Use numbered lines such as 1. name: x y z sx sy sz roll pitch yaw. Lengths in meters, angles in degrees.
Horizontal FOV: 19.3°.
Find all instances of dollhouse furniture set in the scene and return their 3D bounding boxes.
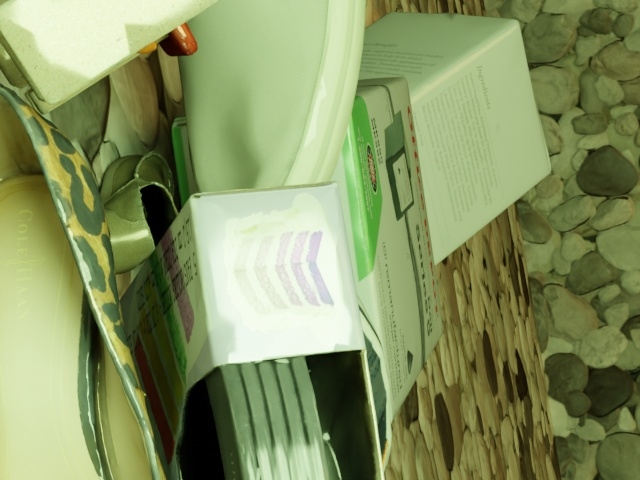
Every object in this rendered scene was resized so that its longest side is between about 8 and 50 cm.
1. dollhouse furniture set: -0.127 -0.189 0.809 0.259 0.135 0.262 58 -7 -12

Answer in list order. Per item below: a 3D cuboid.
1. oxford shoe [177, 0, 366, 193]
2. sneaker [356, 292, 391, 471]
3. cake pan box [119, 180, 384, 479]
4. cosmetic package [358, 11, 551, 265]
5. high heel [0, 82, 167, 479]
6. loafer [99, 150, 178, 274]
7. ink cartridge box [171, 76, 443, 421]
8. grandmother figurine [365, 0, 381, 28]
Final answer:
1. oxford shoe: -0.062 -0.221 1.080 0.130 0.169 0.449 2 85 -37
2. sneaker: -0.021 0.171 1.061 0.127 0.126 0.321 -101 -167 -61
3. cake pan box: -0.031 0.124 0.798 0.267 0.070 0.246 139 -58 -71
4. cosmetic package: 0.075 -0.090 1.609 0.183 0.151 0.151 -36 122 -36
5. high heel: -0.106 0.066 0.700 0.261 0.093 0.186 -105 -178 -58
6. loafer: -0.109 -0.014 1.150 0.148 0.050 0.056 -71 149 -64
7. ink cartridge box: 0.000 0.000 1.307 0.289 0.121 0.211 -42 124 -76
8. grandmother figurine: 0.001 -0.269 1.719 0.208 0.104 0.342 55 -10 54
